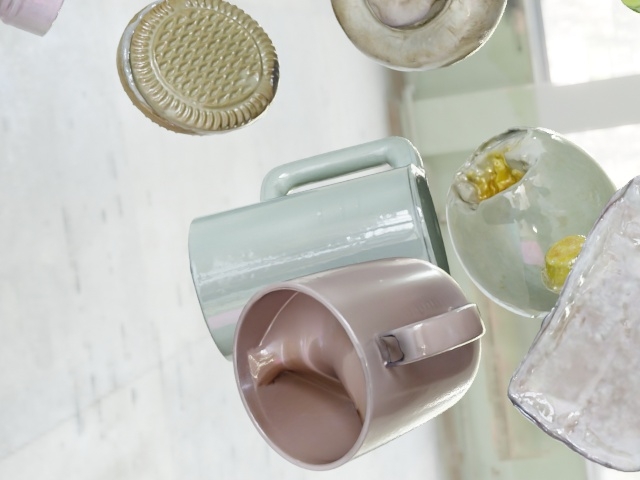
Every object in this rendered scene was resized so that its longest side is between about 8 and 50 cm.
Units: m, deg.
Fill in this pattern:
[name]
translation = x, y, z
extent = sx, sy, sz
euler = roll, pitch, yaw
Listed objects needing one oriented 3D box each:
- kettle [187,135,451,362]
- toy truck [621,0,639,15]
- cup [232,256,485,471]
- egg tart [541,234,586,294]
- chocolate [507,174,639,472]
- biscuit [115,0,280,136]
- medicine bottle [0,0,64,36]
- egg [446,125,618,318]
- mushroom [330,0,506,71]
[kettle]
translation = 0.005, 0.015, 1.860
extent = 0.265, 0.318, 0.205
euler = -77, 149, -68
[toy truck]
translation = 0.471, -0.252, 1.594
extent = 0.187, 0.210, 0.148
euler = 22, 84, -54
[cup]
translation = 0.066, 0.107, 1.396
extent = 0.200, 0.253, 0.191
euler = -16, 85, -44
[egg tart]
translation = 0.321, 0.025, 1.756
extent = 0.039, 0.105, 0.105
euler = 56, 26, -26
[chocolate]
translation = 0.337, 0.082, 1.402
extent = 0.303, 0.185, 0.100
euler = -62, 154, 7
[biscuit]
translation = -0.189, -0.275, 2.147
extent = 0.079, 0.259, 0.259
euler = 130, -37, -61
[medicine bottle]
translation = -0.426, -0.352, 1.648
extent = 0.152, 0.254, 0.152
euler = -53, -156, 35
[egg]
translation = 0.358, -0.010, 2.209
extent = 0.336, 0.278, 0.278
euler = 50, 29, -27
[mushroom]
translation = 0.119, -0.334, 1.784
extent = 0.184, 0.255, 0.255
euler = -58, 139, -58
